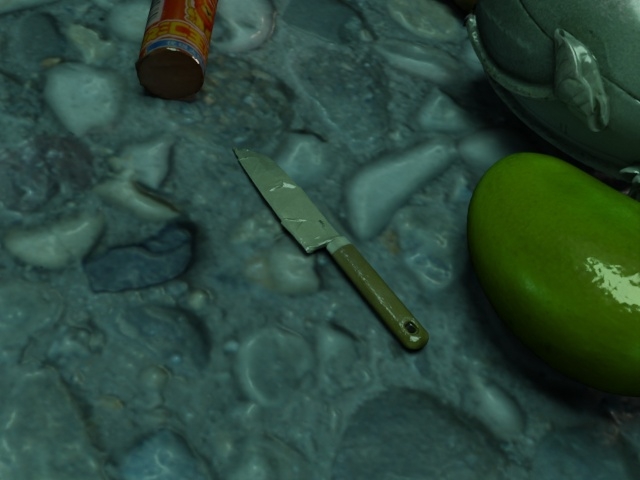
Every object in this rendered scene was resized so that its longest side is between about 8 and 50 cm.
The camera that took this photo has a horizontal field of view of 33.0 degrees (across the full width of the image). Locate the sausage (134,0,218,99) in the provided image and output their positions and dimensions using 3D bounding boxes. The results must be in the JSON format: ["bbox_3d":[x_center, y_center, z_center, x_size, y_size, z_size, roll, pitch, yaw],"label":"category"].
[{"bbox_3d":[-0.150,-0.271,1.207,0.074,0.074,0.274,7,48,-4],"label":"sausage"}]

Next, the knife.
[{"bbox_3d":[0.000,-0.002,1.041,0.047,0.017,0.298,-27,60,-22],"label":"knife"}]

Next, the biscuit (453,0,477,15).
[{"bbox_3d":[0.255,-0.380,1.377,0.335,0.078,0.329,26,53,12],"label":"biscuit"}]

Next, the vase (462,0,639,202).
[{"bbox_3d":[0.354,-0.144,1.065,0.250,0.250,0.445,-20,53,-25],"label":"vase"}]

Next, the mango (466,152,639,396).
[{"bbox_3d":[0.238,0.033,0.968,0.273,0.149,0.185,35,48,23],"label":"mango"}]
